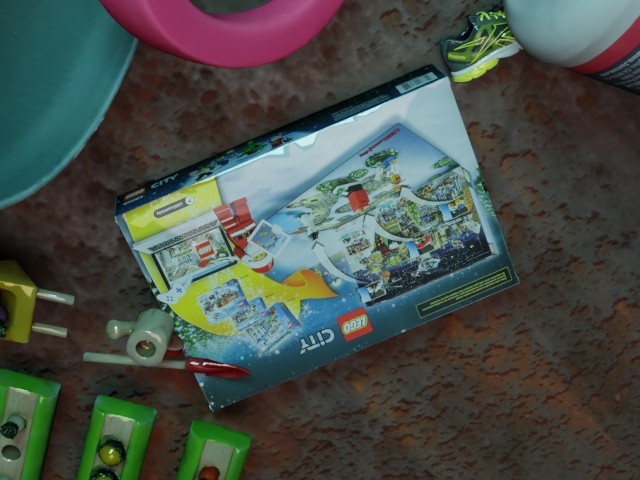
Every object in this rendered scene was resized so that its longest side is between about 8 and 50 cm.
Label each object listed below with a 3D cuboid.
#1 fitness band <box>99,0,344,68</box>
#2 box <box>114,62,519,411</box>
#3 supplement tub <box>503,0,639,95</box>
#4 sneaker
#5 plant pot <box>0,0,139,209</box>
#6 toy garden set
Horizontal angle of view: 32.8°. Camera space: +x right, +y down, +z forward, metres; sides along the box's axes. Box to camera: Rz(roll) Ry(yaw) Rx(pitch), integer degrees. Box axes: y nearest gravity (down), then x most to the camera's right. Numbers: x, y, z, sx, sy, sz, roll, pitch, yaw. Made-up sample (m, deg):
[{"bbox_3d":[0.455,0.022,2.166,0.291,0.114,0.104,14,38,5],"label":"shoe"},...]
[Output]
[{"bbox_3d":[-0.036,-0.237,0.569,0.209,0.054,0.291,-10,116,-50],"label":"fitness band"},{"bbox_3d":[0.000,0.000,0.737,0.233,0.044,0.159,-23,113,0],"label":"box"},{"bbox_3d":[0.264,-0.158,0.636,0.272,0.191,0.191,17,108,-15],"label":"supplement tub"},{"bbox_3d":[0.115,-0.137,0.708,0.083,0.031,0.035,-36,111,6],"label":"sneaker"},{"bbox_3d":[-0.225,-0.176,0.529,0.196,0.293,0.293,14,110,14],"label":"plant pot"},{"bbox_3d":[-0.166,0.116,0.722,0.244,0.049,0.204,16,115,-5],"label":"toy garden set"}]
